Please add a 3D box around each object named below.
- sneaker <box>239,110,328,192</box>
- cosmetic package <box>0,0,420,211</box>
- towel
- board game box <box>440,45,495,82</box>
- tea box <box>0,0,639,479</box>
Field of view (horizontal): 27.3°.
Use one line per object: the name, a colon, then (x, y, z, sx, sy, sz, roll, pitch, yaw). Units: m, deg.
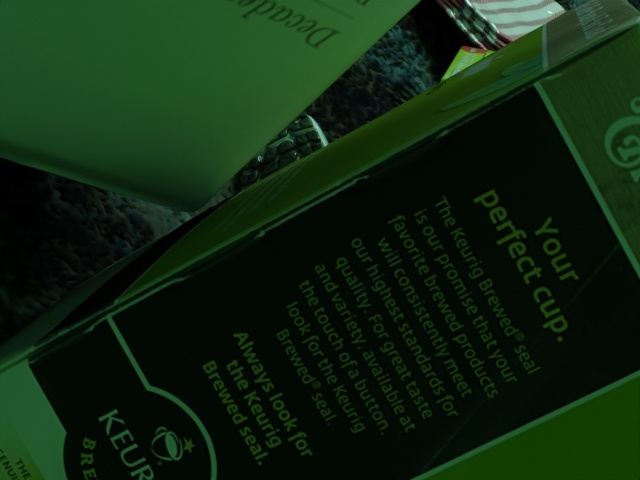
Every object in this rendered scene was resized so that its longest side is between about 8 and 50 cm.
sneaker: (0.000, 0.000, 0.811, 0.073, 0.063, 0.162, -1, 75, -67)
cosmetic package: (-0.088, -0.281, 0.524, 0.327, 0.394, 0.329, 17, 43, -43)
towel: (0.151, -0.184, 1.036, 0.197, 0.029, 0.144, 50, 35, 15)
board game box: (0.173, -0.084, 0.878, 0.092, 0.181, 0.043, -57, 156, -65)
tea box: (0.063, 0.117, 0.558, 0.329, 0.324, 0.220, 61, 15, -7)
